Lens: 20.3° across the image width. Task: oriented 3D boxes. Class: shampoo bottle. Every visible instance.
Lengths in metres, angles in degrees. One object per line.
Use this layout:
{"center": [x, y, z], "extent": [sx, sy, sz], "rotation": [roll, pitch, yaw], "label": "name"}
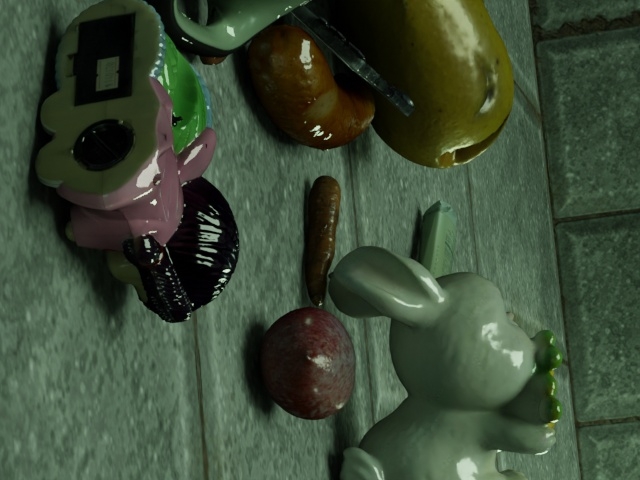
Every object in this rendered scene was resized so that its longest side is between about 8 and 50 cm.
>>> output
{"center": [0.155, 0.032, 2.441], "extent": [0.212, 0.049, 0.072], "rotation": [-77, 151, -52], "label": "shampoo bottle"}

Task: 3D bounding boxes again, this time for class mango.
{"center": [0.110, -0.243, 2.122], "extent": [0.365, 0.182, 0.253], "rotation": [61, 2, -46], "label": "mango"}

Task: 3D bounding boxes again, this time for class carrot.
{"center": [0.001, 0.001, 1.907], "extent": [0.035, 0.036, 0.165], "rotation": [61, 28, -54], "label": "carrot"}

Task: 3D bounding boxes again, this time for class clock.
{"center": [-0.126, -0.055, 1.329], "extent": [0.195, 0.100, 0.194], "rotation": [65, 21, -52], "label": "clock"}

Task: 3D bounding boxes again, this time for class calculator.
{"center": [0.019, -0.211, 1.927], "extent": [0.161, 0.021, 0.262], "rotation": [44, 5, 17], "label": "calculator"}

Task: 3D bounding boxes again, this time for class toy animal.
{"center": [0.123, 0.157, 1.926], "extent": [0.183, 0.247, 0.310], "rotation": [-117, -148, -75], "label": "toy animal"}

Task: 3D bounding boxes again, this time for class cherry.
{"center": [-0.006, 0.122, 1.727], "extent": [0.225, 0.090, 0.107], "rotation": [47, 25, -80], "label": "cherry"}

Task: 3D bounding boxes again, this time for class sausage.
{"center": [-0.007, -0.148, 1.862], "extent": [0.302, 0.076, 0.103], "rotation": [20, 66, -75], "label": "sausage"}

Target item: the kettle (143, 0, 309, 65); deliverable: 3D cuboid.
{"center": [-0.083, -0.278, 1.537], "extent": [0.240, 0.165, 0.255], "rotation": [-64, 163, -8], "label": "kettle"}
